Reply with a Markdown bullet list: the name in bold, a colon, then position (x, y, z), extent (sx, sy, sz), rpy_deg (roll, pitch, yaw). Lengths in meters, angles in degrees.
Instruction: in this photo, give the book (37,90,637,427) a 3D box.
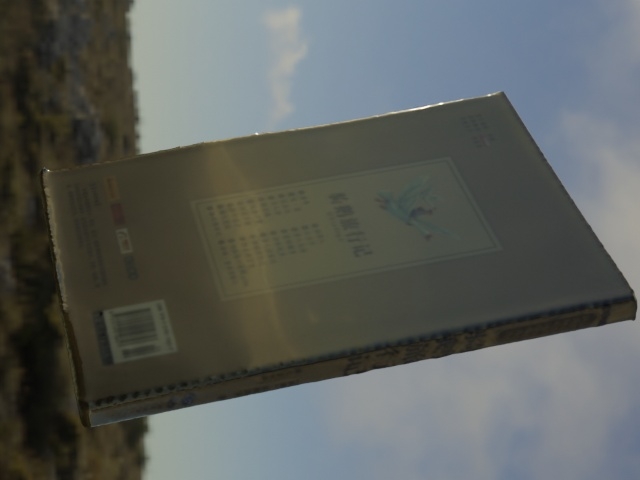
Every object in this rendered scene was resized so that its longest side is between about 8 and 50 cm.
- **book**: position (0.000, 0.000, 0.842), extent (0.217, 0.310, 0.021), rpy_deg (-112, -164, -49)
